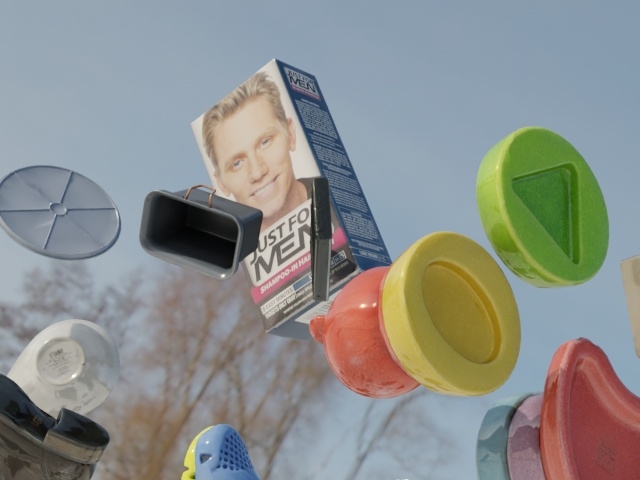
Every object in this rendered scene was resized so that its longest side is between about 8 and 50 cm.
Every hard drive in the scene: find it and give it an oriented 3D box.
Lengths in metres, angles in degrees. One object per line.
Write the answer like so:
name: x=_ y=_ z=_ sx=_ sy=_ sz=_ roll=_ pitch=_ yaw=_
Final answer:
hard drive: x=0.000 y=0.000 z=1.849 sx=0.022 sy=0.094 sz=0.135 roll=-2 pitch=-36 yaw=-3

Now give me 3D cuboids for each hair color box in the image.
hair color box: x=-0.041 y=-0.055 z=2.047 sx=0.174 sy=0.347 sz=0.105 roll=-35 pitch=-29 yaw=26

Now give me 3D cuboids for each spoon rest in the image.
spoon rest: x=-0.407 y=0.199 z=2.041 sx=0.084 sy=0.276 sz=0.137 roll=84 pitch=-16 yaw=-68

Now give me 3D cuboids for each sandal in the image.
sandal: x=-0.040 y=0.339 z=1.620 sx=0.317 sy=0.138 sz=0.126 roll=63 pitch=22 yaw=8

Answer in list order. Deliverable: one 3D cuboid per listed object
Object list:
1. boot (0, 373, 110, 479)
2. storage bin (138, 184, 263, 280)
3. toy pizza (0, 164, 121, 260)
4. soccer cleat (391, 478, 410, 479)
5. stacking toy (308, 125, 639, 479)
boot: x=-0.389 y=0.293 z=1.794 sx=0.263 sy=0.229 sz=0.091 roll=25 pitch=18 yaw=6
storage bin: x=-0.138 y=-0.023 z=1.817 sx=0.135 sy=0.091 sz=0.098 roll=18 pitch=-68 yaw=20
toy pizza: x=-0.401 y=-0.037 z=2.260 sx=0.201 sy=0.201 sz=0.032 roll=29 pitch=-51 yaw=3
soccer cleat: x=0.080 y=0.324 z=1.918 sx=0.035 sy=0.083 sz=0.029 roll=-34 pitch=-108 yaw=53
stacking toy: x=0.153 y=0.080 z=1.183 sx=0.130 sy=0.279 sz=0.309 roll=-24 pitch=-63 yaw=45
